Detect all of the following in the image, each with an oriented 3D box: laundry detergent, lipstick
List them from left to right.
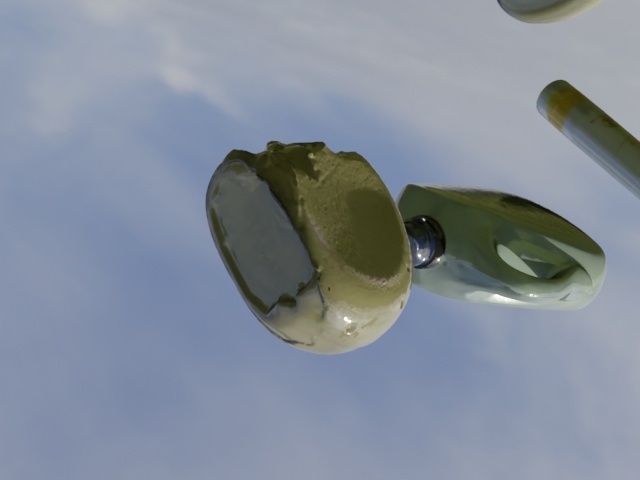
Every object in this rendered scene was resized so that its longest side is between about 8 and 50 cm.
[{"bbox_3d":[0.165,0.009,1.928,0.215,0.105,0.280,29,-167,27],"label":"laundry detergent"},{"bbox_3d":[0.372,-0.115,2.338,0.059,0.059,0.264,2,-149,-39],"label":"lipstick"}]

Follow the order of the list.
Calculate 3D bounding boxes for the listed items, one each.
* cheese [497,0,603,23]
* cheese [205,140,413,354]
[{"bbox_3d":[0.202,-0.205,1.341,0.037,0.097,0.192,-10,-168,-37],"label":"cheese"},{"bbox_3d":[0.000,0.000,1.427,0.175,0.091,0.202,61,-155,2],"label":"cheese"}]
